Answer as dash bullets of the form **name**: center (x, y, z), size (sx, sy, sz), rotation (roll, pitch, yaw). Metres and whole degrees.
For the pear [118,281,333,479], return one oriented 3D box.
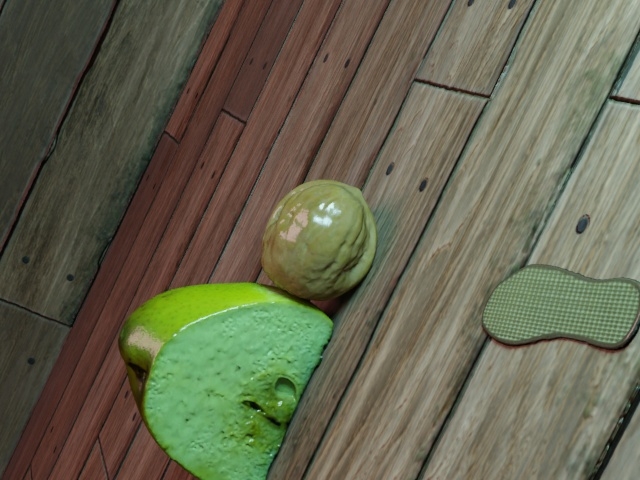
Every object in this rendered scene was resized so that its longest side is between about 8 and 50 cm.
- **pear**: center (-0.149, 0.173, 1.504), size (0.159, 0.292, 0.292), rotation (27, 93, 60)

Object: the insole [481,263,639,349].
- **insole**: center (0.217, 0.061, 1.052), size (0.253, 0.005, 0.086), rotation (-3, 65, 67)

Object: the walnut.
- **walnut**: center (0.000, 0.000, 1.474), size (0.166, 0.149, 0.166), rotation (-47, -10, -11)
